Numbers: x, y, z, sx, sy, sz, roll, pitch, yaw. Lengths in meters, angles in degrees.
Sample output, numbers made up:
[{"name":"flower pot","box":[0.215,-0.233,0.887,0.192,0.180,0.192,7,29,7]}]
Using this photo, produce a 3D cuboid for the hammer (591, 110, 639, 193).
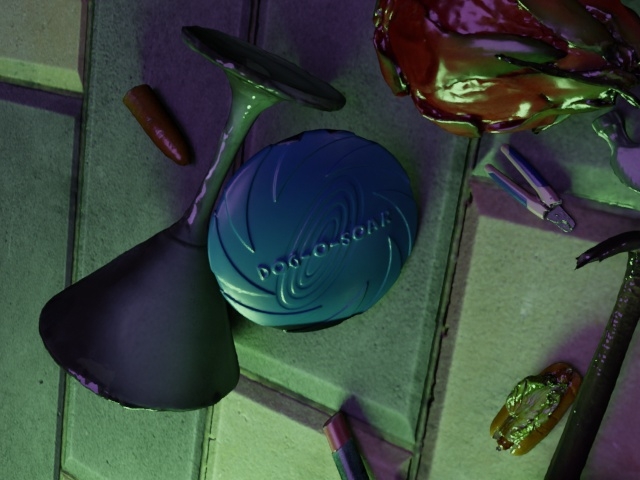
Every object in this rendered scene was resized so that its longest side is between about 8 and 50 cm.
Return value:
[{"name":"hammer","box":[0.385,-0.123,0.613,0.288,0.033,0.111,-31,78,34]}]

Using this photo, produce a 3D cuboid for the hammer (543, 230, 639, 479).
[{"name":"hammer","box":[0.275,0.130,0.708,0.125,0.027,0.297,11,110,-1]}]

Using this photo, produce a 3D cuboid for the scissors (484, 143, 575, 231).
[{"name":"scissors","box":[0.219,-0.051,0.753,0.113,0.012,0.039,48,120,21]}]

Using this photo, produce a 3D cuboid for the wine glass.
[{"name":"wine glass","box":[-0.147,-0.032,0.883,0.267,0.267,0.405,35,109,27]}]

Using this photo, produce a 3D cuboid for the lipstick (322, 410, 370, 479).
[{"name":"lipstick","box":[0.059,0.325,0.900,0.053,0.053,0.234,-29,76,35]}]

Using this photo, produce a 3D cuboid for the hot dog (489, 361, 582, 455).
[{"name":"hot dog","box":[0.222,0.176,0.764,0.056,0.041,0.133,44,119,23]}]

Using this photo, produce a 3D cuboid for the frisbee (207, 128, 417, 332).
[{"name":"frisbee","box":[0.000,0.000,0.789,0.045,0.242,0.242,-127,50,-60]}]

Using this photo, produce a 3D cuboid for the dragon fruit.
[{"name":"dragon fruit","box":[0.173,-0.195,0.633,0.293,0.234,0.233,25,111,47]}]

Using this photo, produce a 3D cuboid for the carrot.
[{"name":"carrot","box":[-0.227,-0.161,1.037,0.139,0.048,0.048,52,122,16]}]
